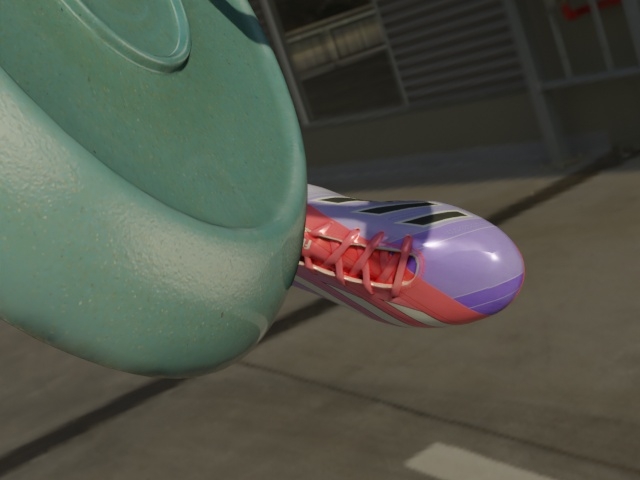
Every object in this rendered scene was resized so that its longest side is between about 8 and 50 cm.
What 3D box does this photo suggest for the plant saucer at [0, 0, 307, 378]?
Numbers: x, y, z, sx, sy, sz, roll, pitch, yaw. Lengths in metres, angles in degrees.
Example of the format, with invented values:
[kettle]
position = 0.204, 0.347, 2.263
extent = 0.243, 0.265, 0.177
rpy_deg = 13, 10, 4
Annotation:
[plant saucer]
position = -0.096, -0.100, 0.402
extent = 0.044, 0.317, 0.317
rpy_deg = -32, 6, 20

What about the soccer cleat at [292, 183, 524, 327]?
[soccer cleat]
position = 0.000, 0.000, 0.657
extent = 0.248, 0.083, 0.095
rpy_deg = 16, 5, 24
